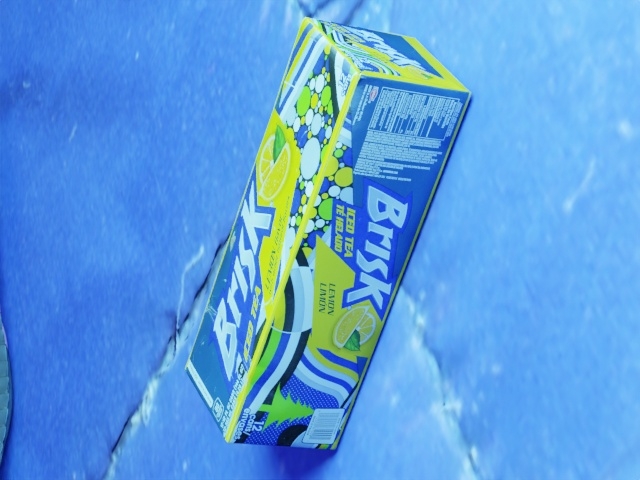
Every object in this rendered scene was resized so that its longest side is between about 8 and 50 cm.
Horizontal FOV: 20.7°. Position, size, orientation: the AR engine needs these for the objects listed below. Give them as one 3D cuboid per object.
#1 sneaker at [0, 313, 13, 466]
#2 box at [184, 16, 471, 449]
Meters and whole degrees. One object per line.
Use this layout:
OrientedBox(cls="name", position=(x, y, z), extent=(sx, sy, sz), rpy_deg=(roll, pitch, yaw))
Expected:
OrientedBox(cls="sneaker", position=(-0.262, 0.070, 1.163), extent=(0.131, 0.112, 0.319), rpy_deg=(114, 155, -62))
OrientedBox(cls="box", position=(0.000, 0.000, 0.712), extent=(0.059, 0.054, 0.169), rpy_deg=(53, 128, 53))
